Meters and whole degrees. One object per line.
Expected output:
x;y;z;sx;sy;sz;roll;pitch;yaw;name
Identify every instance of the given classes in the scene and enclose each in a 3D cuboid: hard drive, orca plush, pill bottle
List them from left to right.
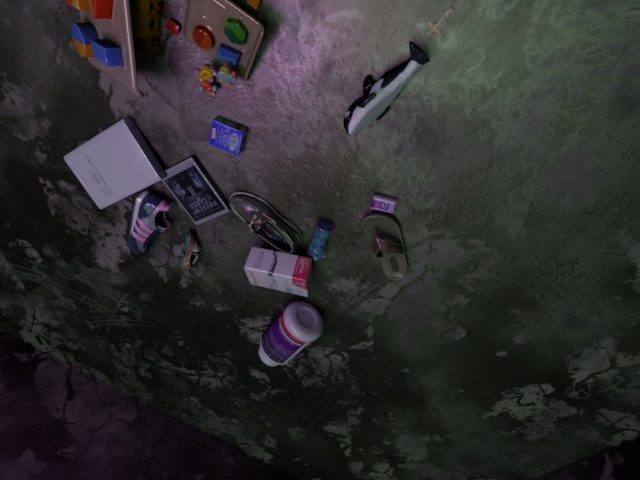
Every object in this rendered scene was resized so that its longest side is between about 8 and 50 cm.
-0.757;-0.273;1.538;0.352;0.047;0.233;-17;112;27;hard drive
-0.139;0.410;1.789;0.181;0.182;0.323;34;127;-10;pill bottle
0.153;-0.428;1.154;0.102;0.151;0.287;54;130;14;orca plush

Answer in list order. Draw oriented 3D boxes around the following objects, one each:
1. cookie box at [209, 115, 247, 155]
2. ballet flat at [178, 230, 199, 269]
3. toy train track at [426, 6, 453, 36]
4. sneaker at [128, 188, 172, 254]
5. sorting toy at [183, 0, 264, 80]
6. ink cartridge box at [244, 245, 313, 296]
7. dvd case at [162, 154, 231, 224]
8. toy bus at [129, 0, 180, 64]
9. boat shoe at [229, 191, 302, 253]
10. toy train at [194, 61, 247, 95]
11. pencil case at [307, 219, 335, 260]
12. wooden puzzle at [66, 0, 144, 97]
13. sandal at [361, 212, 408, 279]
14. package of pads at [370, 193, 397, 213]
-0.304;-0.344;1.377;0.107;0.040;0.092;23;128;-2;cookie box
-0.533;0.042;1.717;0.067;0.073;0.206;7;135;-24;ballet flat
0.304;-0.557;1.070;0.048;0.014;0.083;38;126;-13;toy train track
-0.668;-0.044;1.653;0.131;0.112;0.319;25;129;0;sneaker
-0.258;-0.588;1.116;0.229;0.041;0.307;36;151;-9;sorting toy
-0.153;0.120;1.597;0.237;0.100;0.172;11;153;7;ink cartridge box
-0.463;-0.180;1.549;0.179;0.030;0.239;-18;118;27;dvd case
-0.524;-0.622;1.198;0.190;0.104;0.202;-16;119;25;toy bus
-0.205;-0.064;1.520;0.305;0.091;0.109;35;126;-11;boat shoe
-0.302;-0.486;1.251;0.166;0.046;0.125;5;168;21;toy train
0.000;0.000;1.526;0.070;0.064;0.152;29;130;14;pencil case
-0.619;-0.606;1.159;0.322;0.080;0.348;35;137;31;wooden puzzle
0.237;0.029;1.466;0.120;0.086;0.303;-15;120;24;sandal
0.212;-0.123;1.398;0.083;0.032;0.050;14;125;6;package of pads
